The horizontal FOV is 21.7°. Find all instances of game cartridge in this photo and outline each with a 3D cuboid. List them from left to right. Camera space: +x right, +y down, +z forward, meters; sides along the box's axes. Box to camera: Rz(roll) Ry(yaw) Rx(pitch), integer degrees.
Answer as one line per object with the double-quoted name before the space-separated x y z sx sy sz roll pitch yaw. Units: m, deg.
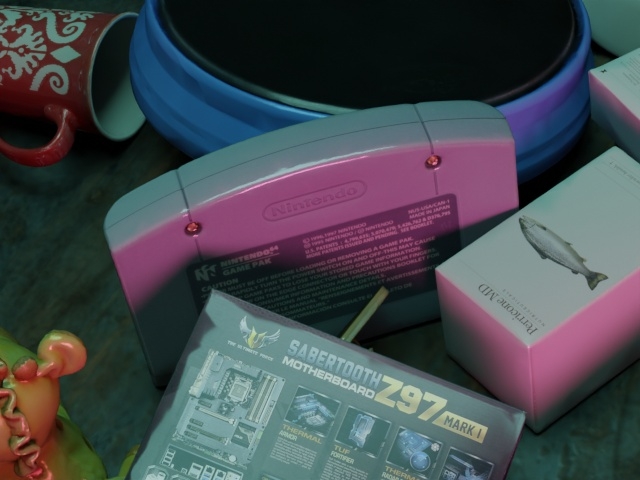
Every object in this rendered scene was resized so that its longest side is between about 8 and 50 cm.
"game cartridge" 0.000 0.000 1.221 0.297 0.198 0.062 -15 42 -5

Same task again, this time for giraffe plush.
"giraffe plush" -0.230 0.130 1.160 0.210 0.170 0.181 21 54 26

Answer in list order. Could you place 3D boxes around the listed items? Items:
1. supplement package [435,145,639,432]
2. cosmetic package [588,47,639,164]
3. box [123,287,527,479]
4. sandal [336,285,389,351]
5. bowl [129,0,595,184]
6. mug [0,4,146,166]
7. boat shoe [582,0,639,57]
"supplement package" 0.187 0.034 1.219 0.179 0.105 0.105 -34 52 -19
"cosmetic package" 0.309 -0.063 1.264 0.099 0.060 0.239 -24 47 -13
"box" -0.002 0.158 1.103 0.232 0.059 0.183 21 71 6
"sandal" -0.002 0.146 1.189 0.079 0.088 0.240 41 68 1
"bowl" 0.036 -0.171 1.390 0.391 0.077 0.391 3 38 -2
"mug" -0.250 -0.147 1.456 0.169 0.113 0.150 12 33 24
"boat shoe" 0.314 -0.188 1.432 0.184 0.066 0.063 12 37 23
